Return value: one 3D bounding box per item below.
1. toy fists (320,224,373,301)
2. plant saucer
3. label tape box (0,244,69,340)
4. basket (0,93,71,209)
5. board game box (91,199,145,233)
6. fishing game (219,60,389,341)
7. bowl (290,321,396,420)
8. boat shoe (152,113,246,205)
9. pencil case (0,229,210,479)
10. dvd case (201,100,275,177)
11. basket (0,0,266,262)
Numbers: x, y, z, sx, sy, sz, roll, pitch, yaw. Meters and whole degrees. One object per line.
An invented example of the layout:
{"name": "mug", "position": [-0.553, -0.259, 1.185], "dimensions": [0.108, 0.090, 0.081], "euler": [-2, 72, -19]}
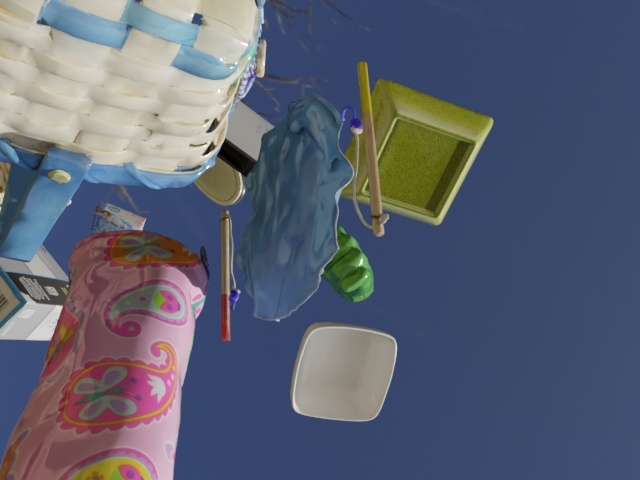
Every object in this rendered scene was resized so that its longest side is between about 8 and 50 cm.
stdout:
{"name": "toy fists", "position": [0.000, 0.000, 1.429], "dimensions": [0.096, 0.142, 0.279], "euler": [-34, -118, -11]}
{"name": "plant saucer", "position": [0.134, -0.112, 1.060], "dimensions": [0.045, 0.188, 0.189], "euler": [-102, -148, -58]}
{"name": "label tape box", "position": [-0.626, 0.095, 1.604], "dimensions": [0.115, 0.347, 0.249], "euler": [-46, -108, 7]}
{"name": "basket", "position": [-0.401, -0.112, 0.957], "dimensions": [0.103, 0.113, 0.167], "euler": [-19, -106, -15]}
{"name": "board game box", "position": [-0.378, -0.028, 1.375], "dimensions": [0.090, 0.090, 0.020], "euler": [124, -15, -52]}
{"name": "fishing game", "position": [-0.021, -0.026, 0.605], "dimensions": [0.264, 0.041, 0.189], "euler": [-42, -135, 49]}
{"name": "bowl", "position": [0.028, 0.181, 1.056], "dimensions": [0.053, 0.141, 0.142], "euler": [-128, -130, -68]}
{"name": "boat shoe", "position": [-0.170, -0.147, 1.113], "dimensions": [0.084, 0.079, 0.233], "euler": [-44, -116, 19]}
{"name": "pencil case", "position": [-0.149, 0.119, 0.523], "dimensions": [0.124, 0.124, 0.284], "euler": [-25, -142, 22]}
{"name": "dvd case", "position": [-0.118, -0.137, 0.776], "dimensions": [0.253, 0.180, 0.022], "euler": [36, -73, -14]}
{"name": "basket", "position": [-0.147, -0.137, 0.460], "dimensions": [0.289, 0.201, 0.255], "euler": [-24, -121, 52]}
